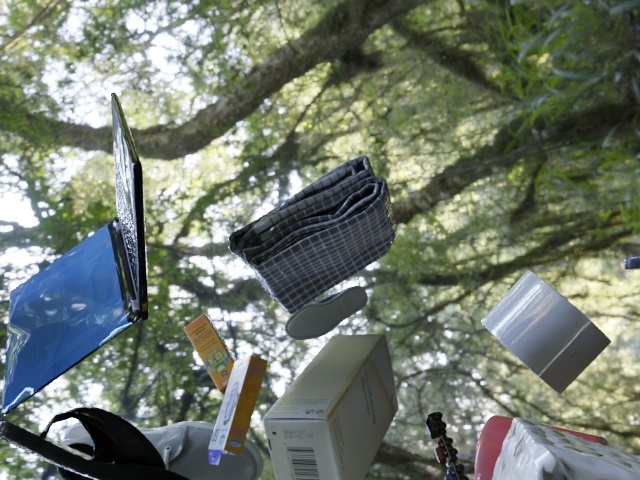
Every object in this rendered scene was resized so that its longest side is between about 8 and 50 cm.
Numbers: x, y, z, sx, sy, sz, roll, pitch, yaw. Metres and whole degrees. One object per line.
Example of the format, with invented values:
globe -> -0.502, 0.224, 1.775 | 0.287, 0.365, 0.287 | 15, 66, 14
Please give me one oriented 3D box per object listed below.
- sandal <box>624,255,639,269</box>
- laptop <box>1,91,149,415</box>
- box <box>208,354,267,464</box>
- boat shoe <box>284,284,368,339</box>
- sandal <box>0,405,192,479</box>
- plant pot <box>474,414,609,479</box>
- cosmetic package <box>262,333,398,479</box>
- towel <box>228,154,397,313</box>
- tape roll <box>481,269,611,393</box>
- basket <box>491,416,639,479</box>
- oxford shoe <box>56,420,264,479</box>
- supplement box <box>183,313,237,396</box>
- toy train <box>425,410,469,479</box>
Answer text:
sandal -> 0.722, 0.049, 1.339 | 0.097, 0.254, 0.055 | 2, -98, -28
laptop -> -0.434, -0.001, 1.162 | 0.382, 0.236, 0.408 | -128, 37, -55
box -> -0.108, 0.219, 0.873 | 0.028, 0.081, 0.136 | 20, -111, -16
boat shoe -> 0.008, 0.193, 1.800 | 0.254, 0.079, 0.095 | -30, -92, -27
sandal -> -0.339, 0.362, 1.171 | 0.445, 0.167, 0.107 | 32, -116, -32
plant pot -> 0.501, 0.525, 1.496 | 0.274, 0.243, 0.275 | 16, -110, -52
cosmetic package -> 0.029, 0.287, 1.136 | 0.309, 0.113, 0.160 | -39, -60, -62
towel -> 0.000, 0.000, 1.225 | 0.121, 0.283, 0.235 | 58, 178, 23
tape roll -> 0.520, 0.209, 1.585 | 0.246, 0.169, 0.246 | 41, -174, -5
basket -> 0.330, 0.408, 0.745 | 0.266, 0.328, 0.332 | 36, -108, -80
oxford shoe -> -0.339, 0.459, 1.401 | 0.130, 0.448, 0.169 | -56, -33, -72
supplement box -> -0.284, 0.317, 1.872 | 0.233, 0.078, 0.080 | 51, 172, 30
toy train -> 0.207, 0.351, 1.132 | 0.158, 0.036, 0.027 | -108, 10, -50
